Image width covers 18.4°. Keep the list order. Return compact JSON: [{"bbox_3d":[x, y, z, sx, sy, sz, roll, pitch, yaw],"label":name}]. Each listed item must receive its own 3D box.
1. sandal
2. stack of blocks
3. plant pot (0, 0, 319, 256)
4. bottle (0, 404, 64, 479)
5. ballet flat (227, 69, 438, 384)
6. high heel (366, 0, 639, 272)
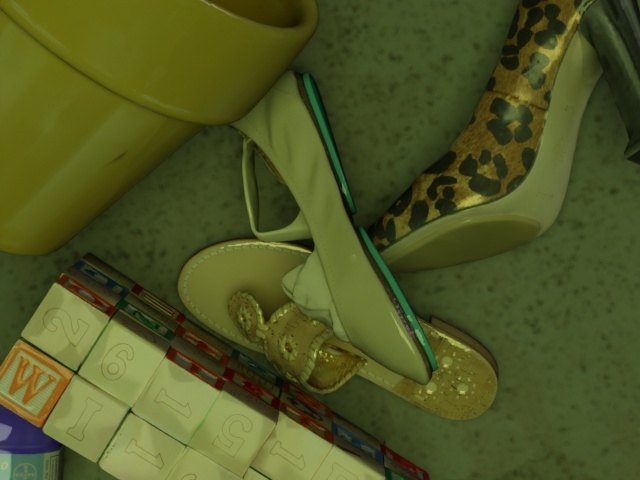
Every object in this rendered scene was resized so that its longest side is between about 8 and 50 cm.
[{"bbox_3d":[0.011,0.070,1.373,0.240,0.079,0.088,22,110,-2],"label":"sandal"},{"bbox_3d":[-0.067,0.132,1.342,0.297,0.171,0.087,33,95,-3],"label":"stack of blocks"},{"bbox_3d":[-0.168,-0.128,1.294,0.254,0.254,0.239,38,111,-3],"label":"plant pot"},{"bbox_3d":[-0.245,0.243,1.394,0.118,0.092,0.283,5,96,-1],"label":"bottle"},{"bbox_3d":[0.000,0.000,1.342,0.086,0.086,0.248,-24,66,3],"label":"ballet flat"},{"bbox_3d":[0.115,-0.093,1.384,0.261,0.093,0.186,-27,62,22],"label":"high heel"}]
